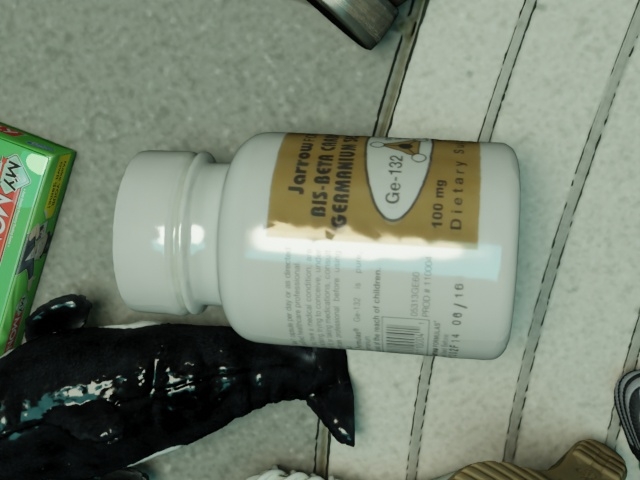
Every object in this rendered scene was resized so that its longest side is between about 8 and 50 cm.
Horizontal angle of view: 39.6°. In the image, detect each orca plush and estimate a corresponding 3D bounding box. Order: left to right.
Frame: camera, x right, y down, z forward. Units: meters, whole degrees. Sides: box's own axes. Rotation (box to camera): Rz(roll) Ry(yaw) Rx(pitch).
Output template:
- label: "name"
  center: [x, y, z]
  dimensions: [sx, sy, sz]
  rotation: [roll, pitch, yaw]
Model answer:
- label: "orca plush"
  center: [-0.119, 0.123, 0.573]
  dimensions: [0.287, 0.102, 0.151]
  rotation: [5, 104, -5]

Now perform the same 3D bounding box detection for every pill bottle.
- label: "pill bottle"
  center: [0.000, 0.000, 0.542]
  dimensions: [0.229, 0.131, 0.131]
  rotation: [3, 101, 7]

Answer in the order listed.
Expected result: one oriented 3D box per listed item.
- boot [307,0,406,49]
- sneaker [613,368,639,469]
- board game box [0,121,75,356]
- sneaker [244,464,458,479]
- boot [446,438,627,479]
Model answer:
- label: "boot"
  center: [0.029, -0.268, 0.523]
  dimensions: [0.263, 0.091, 0.229]
  rotation: [43, 97, -6]
- label: "sneaker"
  center: [0.269, 0.180, 0.566]
  dimensions: [0.098, 0.083, 0.223]
  rotation: [-19, 97, 6]
- label: "board game box"
  center: [-0.323, 0.048, 0.639]
  dimensions: [0.214, 0.046, 0.317]
  rotation: [21, 102, 2]
- label: "sneaker"
  center: [-0.015, 0.196, 0.603]
  dimensions: [0.258, 0.094, 0.091]
  rotation: [-21, 77, 2]
- label: "boot"
  center: [0.096, 0.229, 0.521]
  dimensions: [0.090, 0.248, 0.206]
  rotation: [33, 107, 30]
